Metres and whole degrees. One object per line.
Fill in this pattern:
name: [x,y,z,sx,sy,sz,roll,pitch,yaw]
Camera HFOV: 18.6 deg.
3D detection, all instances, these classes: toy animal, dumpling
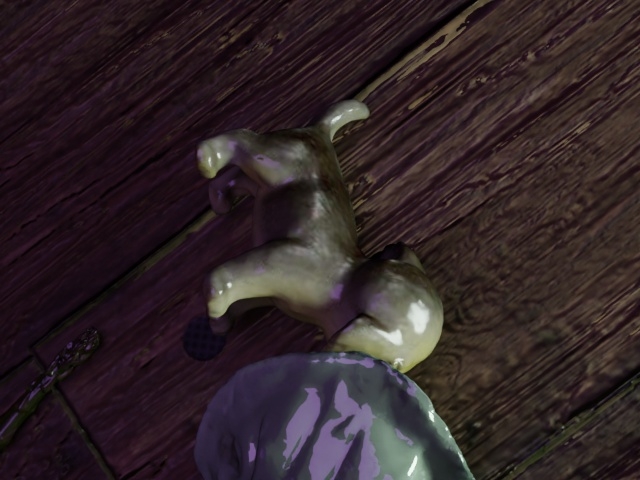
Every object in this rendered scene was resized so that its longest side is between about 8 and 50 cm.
toy animal: [-0.011,0.012,1.467,0.168,0.121,0.233,-16,64,-4]
dumpling: [0.013,0.154,1.428,0.219,0.108,0.153,10,89,16]

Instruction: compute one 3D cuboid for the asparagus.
asparagus: [-0.259,0.161,1.555,0.025,0.024,0.248,42,91,13]
